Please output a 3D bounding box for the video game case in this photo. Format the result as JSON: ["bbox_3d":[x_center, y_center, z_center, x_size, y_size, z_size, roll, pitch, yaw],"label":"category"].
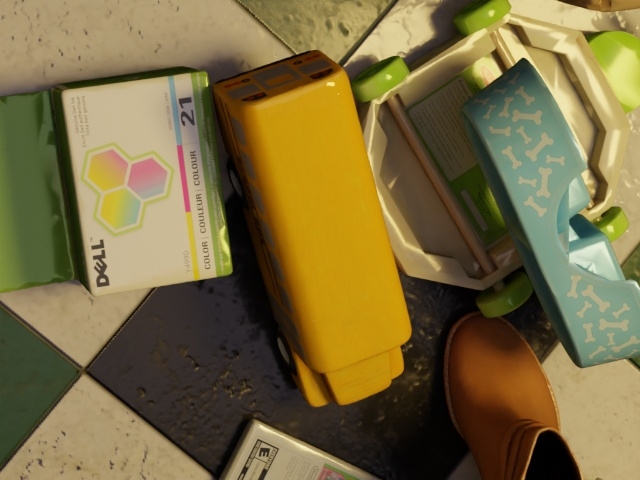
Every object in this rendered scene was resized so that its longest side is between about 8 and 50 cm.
[{"bbox_3d":[-0.031,0.305,1.718,0.193,0.023,0.212,27,89,-17],"label":"video game case"}]

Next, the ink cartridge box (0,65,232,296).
[{"bbox_3d":[-0.222,-0.044,1.582,0.255,0.097,0.189,-10,100,-15],"label":"ink cartridge box"}]

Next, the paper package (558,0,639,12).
[{"bbox_3d":[0.250,-0.367,1.542,0.168,0.325,0.309,-11,101,-2],"label":"paper package"}]

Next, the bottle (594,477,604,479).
[{"bbox_3d":[0.221,0.368,1.760,0.118,0.092,0.283,36,87,-15],"label":"bottle"}]

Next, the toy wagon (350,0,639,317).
[{"bbox_3d":[0.196,-0.103,1.706,0.344,0.068,0.267,-33,105,-10],"label":"toy wagon"}]

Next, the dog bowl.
[{"bbox_3d":[0.211,-0.017,1.608,0.074,0.166,0.297,-24,104,1],"label":"dog bowl"}]

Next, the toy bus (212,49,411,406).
[{"bbox_3d":[0.000,0.000,1.607,0.108,0.130,0.333,-21,114,-12],"label":"toy bus"}]

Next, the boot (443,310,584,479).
[{"bbox_3d":[0.180,0.186,1.634,0.109,0.220,0.283,-7,77,1],"label":"boot"}]
